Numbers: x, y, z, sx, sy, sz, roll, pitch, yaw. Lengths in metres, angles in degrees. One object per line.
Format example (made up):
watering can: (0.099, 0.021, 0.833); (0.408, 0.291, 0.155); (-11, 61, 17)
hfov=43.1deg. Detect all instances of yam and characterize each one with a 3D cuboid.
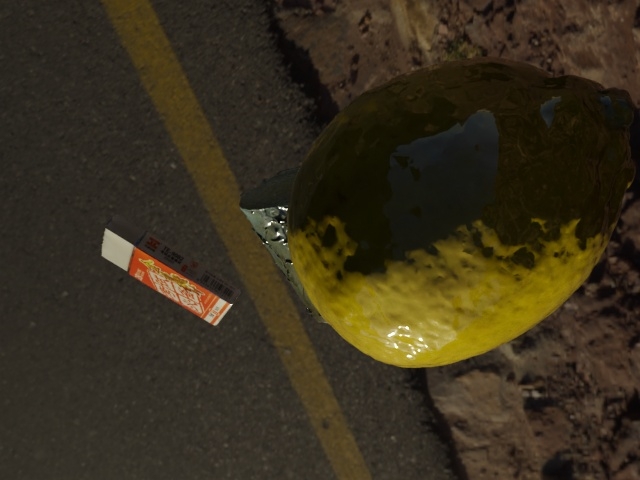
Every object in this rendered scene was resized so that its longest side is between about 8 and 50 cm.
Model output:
yam: (0.000, 0.000, 1.766); (0.241, 0.241, 0.348); (-15, 122, 23)

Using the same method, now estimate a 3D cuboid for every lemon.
lemon: (0.115, -0.029, 0.746); (0.286, 0.285, 0.316); (16, 134, 2)

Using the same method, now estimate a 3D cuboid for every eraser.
eraser: (-0.247, 0.052, 1.319); (0.230, 0.038, 0.157); (33, 156, -5)
